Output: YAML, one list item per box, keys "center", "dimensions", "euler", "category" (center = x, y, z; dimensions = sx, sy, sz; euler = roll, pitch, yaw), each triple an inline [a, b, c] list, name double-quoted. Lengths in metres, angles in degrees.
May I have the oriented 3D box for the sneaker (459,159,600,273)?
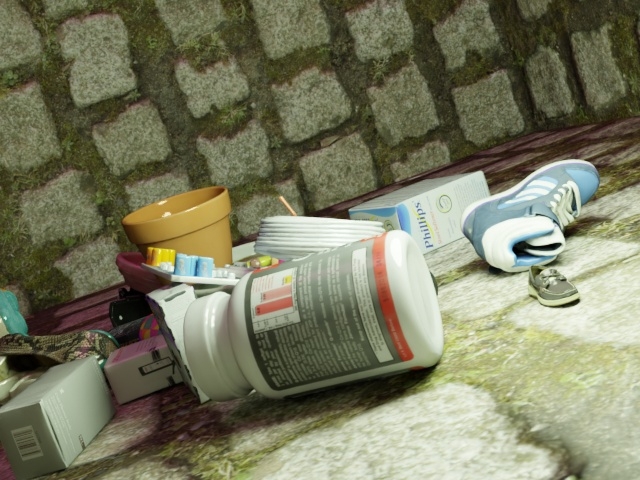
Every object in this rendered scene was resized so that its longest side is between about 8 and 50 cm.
- center: [0.455, -0.037, 1.584]
  dimensions: [0.323, 0.130, 0.236]
  euler: [-22, 28, -7]
  category: "sneaker"

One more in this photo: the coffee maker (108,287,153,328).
- center: [-0.528, 0.202, 2.380]
  dimensions: [0.171, 0.120, 0.178]
  euler: [12, 6, -7]
  category: "coffee maker"

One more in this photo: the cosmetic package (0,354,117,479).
- center: [-0.452, 0.299, 1.389]
  dimensions: [0.107, 0.127, 0.238]
  euler: [-18, 10, 11]
  category: "cosmetic package"

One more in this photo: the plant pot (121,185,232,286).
- center: [-0.357, -0.003, 2.140]
  dimensions: [0.291, 0.203, 0.291]
  euler: [-15, 14, 4]
  category: "plant pot"

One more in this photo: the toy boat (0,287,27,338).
- center: [-0.837, 0.239, 2.163]
  dimensions: [0.148, 0.318, 0.267]
  euler: [-28, 44, -23]
  category: "toy boat"

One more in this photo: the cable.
- center: [0.000, 0.000, 1.566]
  dimensions: [0.257, 0.089, 0.257]
  euler: [5, 0, -9]
  category: "cable"

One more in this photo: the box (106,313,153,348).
- center: [-0.449, 0.236, 2.066]
  dimensions: [0.233, 0.059, 0.183]
  euler: [-19, 8, 3]
  category: "box"

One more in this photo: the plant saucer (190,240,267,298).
- center: [-0.196, 0.101, 2.181]
  dimensions: [0.400, 0.100, 0.400]
  euler: [-15, 14, 4]
  category: "plant saucer"

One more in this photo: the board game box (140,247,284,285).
- center: [-0.151, 0.058, 1.682]
  dimensions: [0.390, 0.050, 0.390]
  euler: [4, 0, -21]
  category: "board game box"

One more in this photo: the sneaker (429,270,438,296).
- center: [0.077, 0.122, 1.487]
  dimensions: [0.276, 0.097, 0.135]
  euler: [-20, 8, -23]
  category: "sneaker"

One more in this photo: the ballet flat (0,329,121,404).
- center: [-0.649, 0.298, 1.832]
  dimensions: [0.483, 0.164, 0.182]
  euler: [-9, 29, 40]
  category: "ballet flat"

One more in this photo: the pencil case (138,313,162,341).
- center: [-0.323, 0.213, 1.810]
  dimensions: [0.104, 0.104, 0.236]
  euler: [-24, 7, -35]
  category: "pencil case"

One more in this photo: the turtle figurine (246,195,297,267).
- center: [-0.109, 0.041, 1.952]
  dimensions: [0.217, 0.269, 0.087]
  euler: [-33, 26, -16]
  category: "turtle figurine"

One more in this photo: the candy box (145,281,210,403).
- center: [-0.237, 0.178, 1.452]
  dimensions: [0.070, 0.196, 0.165]
  euler: [-25, 9, -17]
  category: "candy box"

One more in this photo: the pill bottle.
- center: [-0.012, 0.127, 1.234]
  dimensions: [0.363, 0.210, 0.210]
  euler: [-16, 8, 17]
  category: "pill bottle"

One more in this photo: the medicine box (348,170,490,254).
- center: [0.269, -0.066, 2.157]
  dimensions: [0.289, 0.149, 0.263]
  euler: [-22, 9, -24]
  category: "medicine box"

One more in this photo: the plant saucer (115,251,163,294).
- center: [-0.451, 0.114, 2.409]
  dimensions: [0.332, 0.084, 0.332]
  euler: [13, 5, -1]
  category: "plant saucer"

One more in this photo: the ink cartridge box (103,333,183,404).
- center: [-0.317, 0.241, 1.620]
  dimensions: [0.203, 0.086, 0.148]
  euler: [-20, 7, -4]
  category: "ink cartridge box"

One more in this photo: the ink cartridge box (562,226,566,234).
- center: [0.507, -0.045, 1.828]
  dimensions: [0.097, 0.046, 0.207]
  euler: [-14, 9, 24]
  category: "ink cartridge box"

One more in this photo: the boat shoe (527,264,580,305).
- center: [0.373, 0.071, 1.315]
  dimensions: [0.056, 0.049, 0.152]
  euler: [-19, 8, -8]
  category: "boat shoe"
